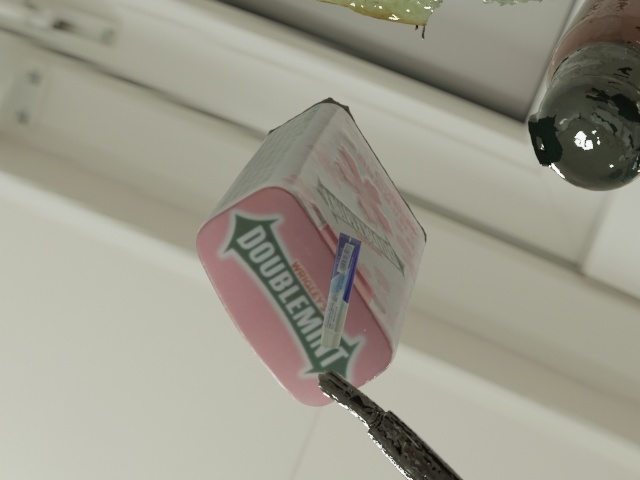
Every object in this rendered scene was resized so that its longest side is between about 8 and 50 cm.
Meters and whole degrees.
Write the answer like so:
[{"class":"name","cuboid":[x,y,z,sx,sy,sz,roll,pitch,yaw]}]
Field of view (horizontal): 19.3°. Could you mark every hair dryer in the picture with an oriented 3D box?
[{"class":"hair dryer","cuboid":[0.078,0.160,1.180,0.219,0.075,0.195,46,173,6]}]

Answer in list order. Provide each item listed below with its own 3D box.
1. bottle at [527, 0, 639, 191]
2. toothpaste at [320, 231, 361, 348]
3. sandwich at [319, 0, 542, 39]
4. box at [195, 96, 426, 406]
[{"class":"bottle","cuboid":[0.279,-0.160,1.647,0.144,0.144,0.336,25,-139,10]},{"class":"toothpaste","cuboid":[0.015,0.037,1.366,0.015,0.083,0.024,-1,-164,-41]},{"class":"sandwich","cuboid":[0.090,-0.194,1.075,0.288,0.099,0.254,18,166,10]},{"class":"box","cuboid":[0.000,0.000,1.690,0.190,0.112,0.369,59,-167,-8]}]
